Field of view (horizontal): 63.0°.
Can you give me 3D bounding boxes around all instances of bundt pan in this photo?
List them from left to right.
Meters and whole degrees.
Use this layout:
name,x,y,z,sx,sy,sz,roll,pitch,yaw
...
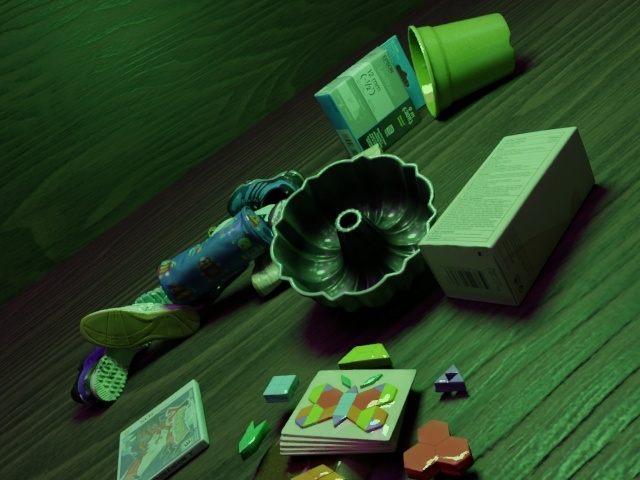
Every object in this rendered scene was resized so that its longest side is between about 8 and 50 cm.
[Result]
name,x,y,z,sx,sy,sz,roll,pitch,yaw
bundt pan,0.075,-0.003,1.002,0.330,0.124,0.331,-15,50,18

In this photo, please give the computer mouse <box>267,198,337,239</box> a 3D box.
name,x,y,z,sx,sy,sz,roll,pitch,yaw
computer mouse,0.000,0.000,1.152,0.261,0.060,0.184,4,63,18

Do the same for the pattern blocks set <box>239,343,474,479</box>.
name,x,y,z,sx,sy,sz,roll,pitch,yaw
pattern blocks set,0.041,0.236,0.729,0.324,0.026,0.285,-16,20,17

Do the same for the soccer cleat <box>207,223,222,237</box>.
name,x,y,z,sx,sy,sz,roll,pitch,yaw
soccer cleat,-0.330,-0.021,1.719,0.072,0.060,0.179,-35,21,-6

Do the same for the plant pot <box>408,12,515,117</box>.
name,x,y,z,sx,sy,sz,roll,pitch,yaw
plant pot,0.420,-0.535,1.540,0.253,0.276,0.276,-17,26,7

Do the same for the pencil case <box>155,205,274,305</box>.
name,x,y,z,sx,sy,sz,roll,pitch,yaw
pencil case,-0.255,0.037,1.271,0.306,0.119,0.133,-32,22,15

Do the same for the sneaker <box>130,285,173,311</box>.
name,x,y,z,sx,sy,sz,roll,pitch,yaw
sneaker,-0.460,0.170,1.527,0.223,0.083,0.098,-36,3,-17

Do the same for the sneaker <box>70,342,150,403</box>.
name,x,y,z,sx,sy,sz,roll,pitch,yaw
sneaker,-0.543,0.294,1.336,0.146,0.102,0.293,-24,26,23

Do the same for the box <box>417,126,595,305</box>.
name,x,y,z,sx,sy,sz,roll,pitch,yaw
box,0.317,-0.048,0.869,0.311,0.121,0.148,-46,27,-26

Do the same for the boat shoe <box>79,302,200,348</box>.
name,x,y,z,sx,sy,sz,roll,pitch,yaw
boat shoe,-0.441,0.204,1.293,0.276,0.098,0.096,-1,9,-15

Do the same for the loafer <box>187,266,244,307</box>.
name,x,y,z,sx,sy,sz,roll,pitch,yaw
loafer,-0.292,0.104,1.420,0.223,0.076,0.078,-42,20,-30

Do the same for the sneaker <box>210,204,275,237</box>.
name,x,y,z,sx,sy,sz,roll,pitch,yaw
sneaker,-0.228,-0.016,1.525,0.255,0.094,0.151,-27,18,8

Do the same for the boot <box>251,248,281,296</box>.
name,x,y,z,sx,sy,sz,roll,pitch,yaw
boot,-0.083,0.032,1.282,0.165,0.077,0.213,-28,29,15

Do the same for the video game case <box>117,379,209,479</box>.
name,x,y,z,sx,sy,sz,roll,pitch,yaw
video game case,-0.299,0.371,0.978,0.183,0.023,0.201,-36,24,-5

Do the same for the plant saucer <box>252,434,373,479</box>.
name,x,y,z,sx,sy,sz,roll,pitch,yaw
plant saucer,-0.023,0.317,0.718,0.198,0.036,0.199,-27,25,14

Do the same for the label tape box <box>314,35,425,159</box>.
name,x,y,z,sx,sy,sz,roll,pitch,yaw
label tape box,0.190,-0.442,1.616,0.347,0.249,0.115,-39,24,-13

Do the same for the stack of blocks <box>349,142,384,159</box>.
name,x,y,z,sx,sy,sz,roll,pitch,yaw
stack of blocks,0.098,-0.121,1.325,0.171,0.087,0.297,-26,25,19

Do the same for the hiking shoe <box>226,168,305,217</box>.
name,x,y,z,sx,sy,sz,roll,pitch,yaw
hiking shoe,-0.195,-0.139,1.700,0.303,0.113,0.132,-21,26,26
